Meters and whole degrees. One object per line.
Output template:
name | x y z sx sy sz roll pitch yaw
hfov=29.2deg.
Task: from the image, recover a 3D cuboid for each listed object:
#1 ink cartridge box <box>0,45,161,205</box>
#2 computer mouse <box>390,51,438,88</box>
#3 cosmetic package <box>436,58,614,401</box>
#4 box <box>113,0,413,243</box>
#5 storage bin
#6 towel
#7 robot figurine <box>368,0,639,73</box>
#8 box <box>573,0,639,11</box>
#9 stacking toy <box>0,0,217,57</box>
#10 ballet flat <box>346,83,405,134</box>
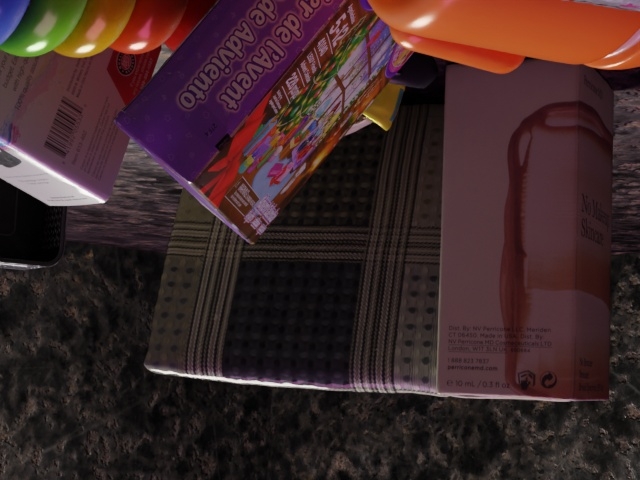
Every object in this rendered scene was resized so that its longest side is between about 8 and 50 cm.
ink cartridge box | -0.206 -0.118 0.818 0.072 0.128 0.175 -2 154 43
computer mouse | -0.021 -0.163 0.986 0.242 0.041 0.071 9 -168 -11
cosmetic package | 0.190 -0.004 1.119 0.129 0.296 0.153 -1 174 26
box | -0.014 -0.104 0.761 0.057 0.201 0.293 39 178 6
storage bin | -0.357 -0.061 1.397 0.122 0.180 0.084 7 174 -32
towel | 0.000 0.000 1.238 0.312 0.324 0.056 2 151 16
robot figurine | 0.104 -0.150 0.572 0.219 0.158 0.128 6 -164 -25
box | 0.109 -0.154 0.338 0.247 0.163 0.142 5 175 -19
stacking toy | -0.160 -0.159 0.699 0.330 0.141 0.141 0 178 -43
ballet flat | -0.032 -0.124 1.118 0.230 0.077 0.077 0 174 27
